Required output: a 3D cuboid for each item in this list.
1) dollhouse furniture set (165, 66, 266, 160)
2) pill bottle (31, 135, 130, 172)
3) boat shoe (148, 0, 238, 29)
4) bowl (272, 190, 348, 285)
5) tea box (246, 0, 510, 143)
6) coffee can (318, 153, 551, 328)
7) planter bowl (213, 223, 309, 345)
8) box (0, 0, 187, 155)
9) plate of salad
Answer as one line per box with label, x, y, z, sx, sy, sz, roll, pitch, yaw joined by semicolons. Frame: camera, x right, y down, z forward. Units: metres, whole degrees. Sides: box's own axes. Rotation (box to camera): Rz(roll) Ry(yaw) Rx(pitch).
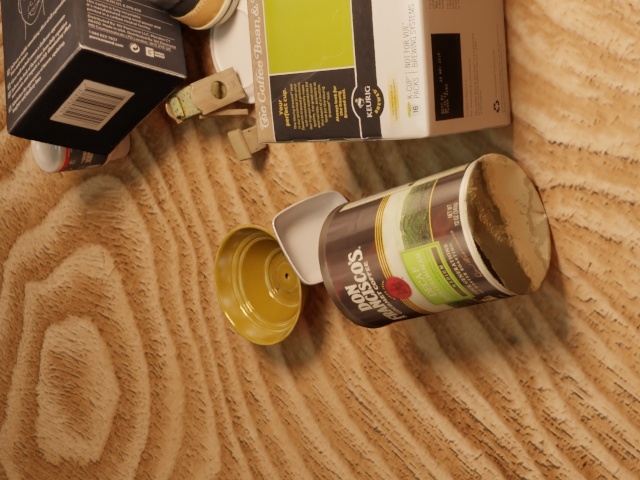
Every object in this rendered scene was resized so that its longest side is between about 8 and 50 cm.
dollhouse furniture set;-0.210;-0.207;1.719;0.182;0.101;0.160;-6;110;56
pill bottle;-0.483;-0.199;1.923;0.108;0.180;0.107;11;107;40
boat shoe;-0.275;-0.605;1.644;0.187;0.156;0.499;-26;72;39
bowl;0.000;0.000;1.579;0.142;0.142;0.053;62;163;12
tea box;0.078;-0.312;1.370;0.324;0.220;0.328;4;102;40
coffee can;0.163;0.006;1.377;0.275;0.202;0.201;-18;87;42
planter bowl;-0.085;0.071;1.688;0.217;0.090;0.217;11;107;39
box;-0.427;-0.407;1.734;0.294;0.212;0.395;-33;58;42
plate of salad;-0.130;-0.342;1.666;0.200;0.048;0.199;24;122;45
